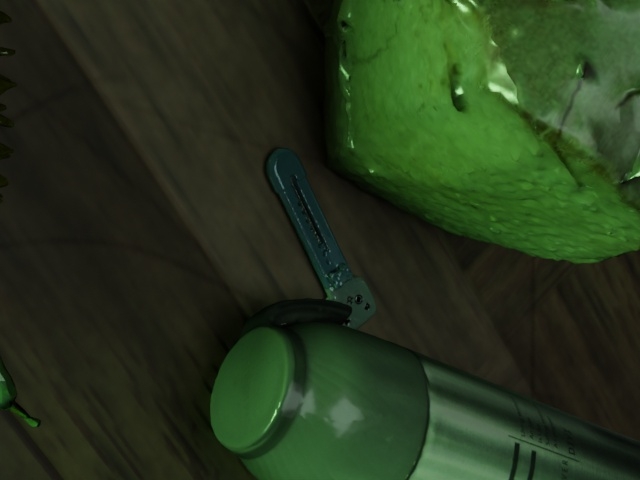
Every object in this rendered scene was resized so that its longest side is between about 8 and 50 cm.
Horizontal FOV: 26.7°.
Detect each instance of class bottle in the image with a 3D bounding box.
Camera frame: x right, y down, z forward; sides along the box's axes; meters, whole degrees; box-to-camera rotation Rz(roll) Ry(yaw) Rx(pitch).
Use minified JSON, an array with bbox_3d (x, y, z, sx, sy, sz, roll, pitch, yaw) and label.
[{"bbox_3d":[0.066,0.097,0.636,0.253,0.079,0.096,22,51,-33],"label":"bottle"}]

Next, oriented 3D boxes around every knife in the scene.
[{"bbox_3d":[0.000,0.000,0.627,0.027,0.010,0.096,-36,110,-29],"label":"knife"}]

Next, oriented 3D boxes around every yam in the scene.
[{"bbox_3d":[0.132,-0.117,0.616,0.201,0.202,0.271,40,69,-5],"label":"yam"}]

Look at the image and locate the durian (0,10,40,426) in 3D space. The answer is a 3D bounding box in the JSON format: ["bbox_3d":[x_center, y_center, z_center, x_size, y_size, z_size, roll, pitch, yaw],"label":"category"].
[{"bbox_3d":[-0.170,-0.039,0.462,0.137,0.095,0.221,-6,98,1],"label":"durian"}]
